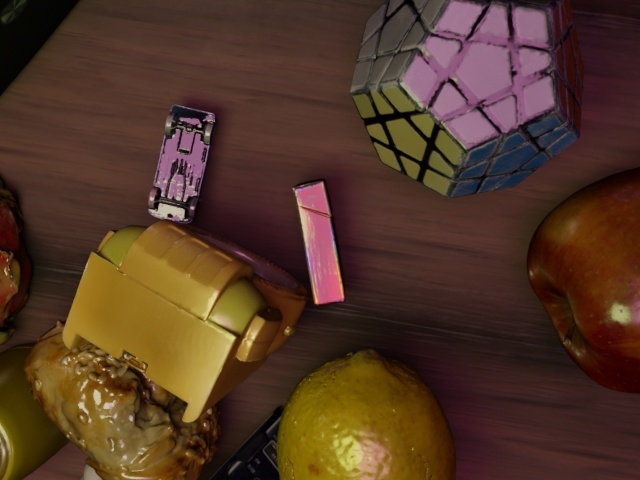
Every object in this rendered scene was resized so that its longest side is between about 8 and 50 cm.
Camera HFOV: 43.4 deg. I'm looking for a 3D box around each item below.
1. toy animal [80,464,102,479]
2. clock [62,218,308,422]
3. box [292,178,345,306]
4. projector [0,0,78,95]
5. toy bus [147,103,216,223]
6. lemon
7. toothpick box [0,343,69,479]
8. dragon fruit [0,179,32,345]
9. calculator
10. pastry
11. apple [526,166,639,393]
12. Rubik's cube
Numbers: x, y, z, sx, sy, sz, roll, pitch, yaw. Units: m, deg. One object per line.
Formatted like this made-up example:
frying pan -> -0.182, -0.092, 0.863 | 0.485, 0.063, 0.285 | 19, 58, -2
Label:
toy animal -> -0.339, 0.345, 1.242 | 0.085, 0.071, 0.125 | 4, 96, 1
clock -> -0.156, 0.084, 1.089 | 0.244, 0.317, 0.200 | 31, 99, 12
box -> 0.001, 0.000, 1.176 | 0.048, 0.112, 0.175 | -10, 97, 3
projector -> -0.475, -0.375, 1.013 | 0.242, 0.395, 0.405 | 42, 97, -3
toy bus -> -0.200, -0.110, 1.190 | 0.073, 0.076, 0.168 | 14, 94, -1
lemon -> 0.065, 0.294, 1.128 | 0.257, 0.258, 0.310 | -5, 108, 3
toothpick box -> -0.451, 0.257, 1.136 | 0.174, 0.271, 0.175 | 0, 96, 2
dragon fruit -> -0.580, 0.066, 1.128 | 0.295, 0.263, 0.315 | -1, 95, 2
calculator -> -0.088, 0.384, 1.172 | 0.166, 0.028, 0.274 | 50, 51, -2
pastry -> -0.258, 0.223, 1.135 | 0.161, 0.255, 0.311 | -37, 99, 9
apple -> 0.438, 0.043, 1.086 | 0.316, 0.288, 0.288 | -34, 94, -5
Rubik's cube -> 0.198, -0.214, 1.069 | 0.318, 0.319, 0.264 | -24, 68, 4
